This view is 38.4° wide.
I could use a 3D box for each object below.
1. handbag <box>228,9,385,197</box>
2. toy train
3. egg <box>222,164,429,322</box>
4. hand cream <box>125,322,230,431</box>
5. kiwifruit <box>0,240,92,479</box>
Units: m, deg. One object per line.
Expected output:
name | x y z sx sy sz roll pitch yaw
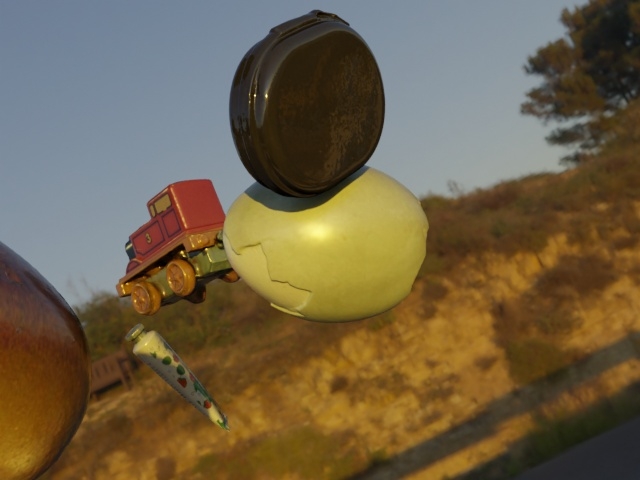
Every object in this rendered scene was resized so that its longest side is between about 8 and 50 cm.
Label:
handbag | -0.017 -0.202 1.361 0.093 0.254 0.308 1 25 39
toy train | -0.299 0.015 1.959 0.163 0.232 0.369 -10 -14 -44
egg | 0.000 0.000 1.538 0.336 0.278 0.278 7 -19 -14
hand cream | -0.275 0.274 1.816 0.059 0.276 0.095 -42 15 -1
kiwifruit | -0.278 0.087 0.675 0.196 0.234 0.196 -36 23 18
